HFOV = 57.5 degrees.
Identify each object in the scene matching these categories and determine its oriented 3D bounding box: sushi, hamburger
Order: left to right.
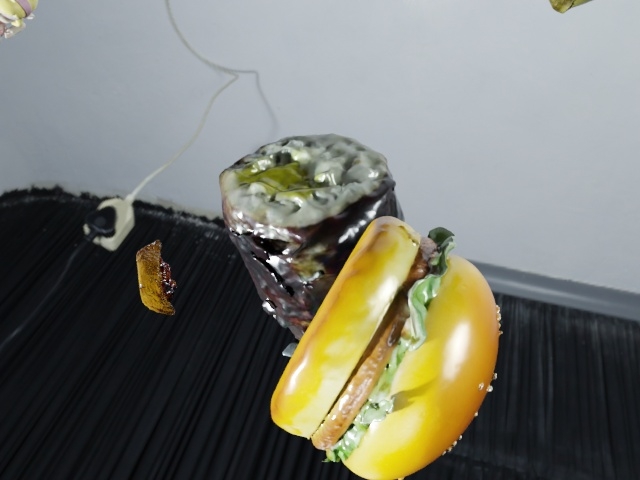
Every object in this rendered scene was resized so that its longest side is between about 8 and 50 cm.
[{"bbox_3d":[-0.211,0.052,0.755,0.047,0.050,0.099,-8,103,-14],"label":"sushi"},{"bbox_3d":[0.002,0.001,0.996,0.282,0.299,0.294,-24,129,-14],"label":"sushi"},{"bbox_3d":[0.074,0.104,0.544,0.170,0.246,0.246,31,135,4],"label":"hamburger"}]

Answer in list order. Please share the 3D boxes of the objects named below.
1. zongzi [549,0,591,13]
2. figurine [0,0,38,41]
[{"bbox_3d":[0.311,-0.295,0.530,0.184,0.187,0.084,-16,90,9],"label":"zongzi"},{"bbox_3d":[-0.447,-0.327,0.816,0.187,0.083,0.083,-17,125,45],"label":"figurine"}]
